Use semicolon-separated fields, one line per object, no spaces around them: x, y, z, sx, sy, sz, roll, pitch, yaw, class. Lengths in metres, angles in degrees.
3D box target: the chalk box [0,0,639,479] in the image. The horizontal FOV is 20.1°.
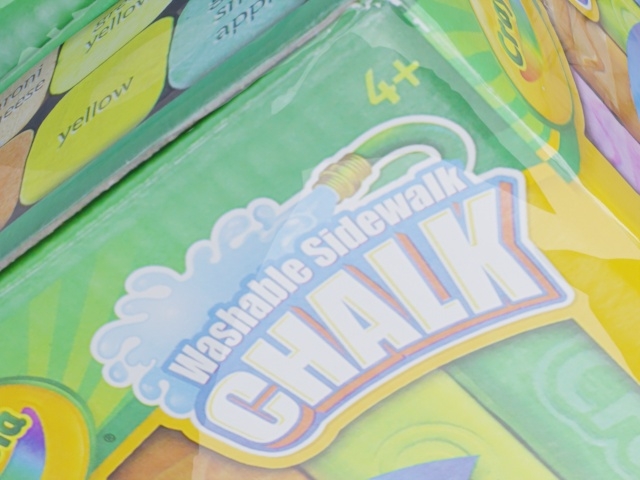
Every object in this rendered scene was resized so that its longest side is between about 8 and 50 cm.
0.000;0.000;0.441;0.180;0.179;0.289;-36;117;24;chalk box
